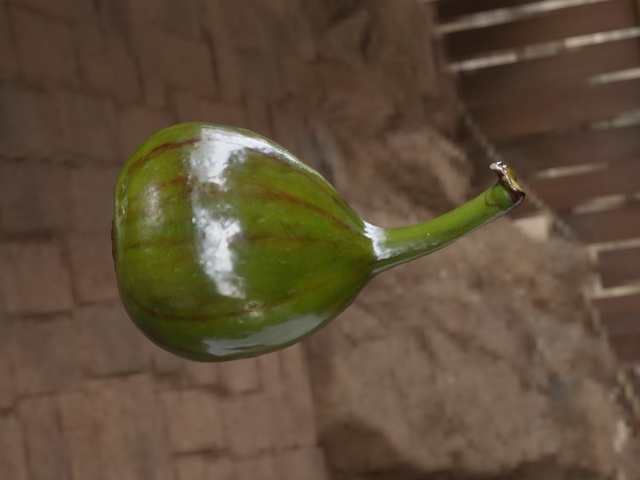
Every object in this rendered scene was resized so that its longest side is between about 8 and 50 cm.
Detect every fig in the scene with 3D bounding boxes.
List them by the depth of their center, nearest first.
[{"bbox_3d":[0.000,0.000,1.149,0.151,0.259,0.151,-2,90,-80],"label":"fig"}]
